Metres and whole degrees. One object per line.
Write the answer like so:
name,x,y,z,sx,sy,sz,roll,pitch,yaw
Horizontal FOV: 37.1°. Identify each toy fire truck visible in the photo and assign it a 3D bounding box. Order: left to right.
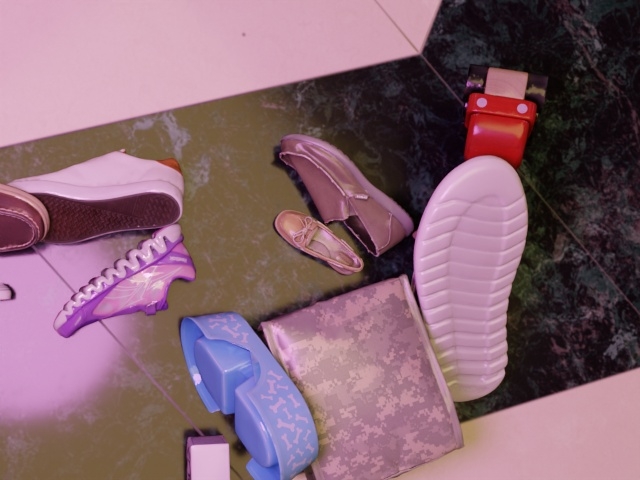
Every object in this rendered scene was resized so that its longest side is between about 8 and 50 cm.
toy fire truck,0.239,-0.118,1.446,0.159,0.217,0.246,10,76,8

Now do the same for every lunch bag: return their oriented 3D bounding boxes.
lunch bag,0.058,0.222,1.419,0.235,0.169,0.286,-19,85,-12

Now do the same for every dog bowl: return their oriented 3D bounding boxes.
dog bowl,-0.101,0.217,1.352,0.074,0.165,0.297,-20,47,-25

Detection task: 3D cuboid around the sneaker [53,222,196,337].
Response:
sneaker,-0.279,0.077,1.406,0.236,0.095,0.104,-37,101,-12

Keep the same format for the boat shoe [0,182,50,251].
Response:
boat shoe,-0.554,-0.009,1.315,0.342,0.123,0.123,4,40,-7

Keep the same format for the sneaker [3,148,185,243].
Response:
sneaker,-0.343,-0.071,1.414,0.290,0.105,0.123,-2,43,0

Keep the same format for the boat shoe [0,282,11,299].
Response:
boat shoe,-0.538,0.055,1.372,0.184,0.066,0.063,5,86,-1

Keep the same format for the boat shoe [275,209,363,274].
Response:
boat shoe,-0.001,0.002,1.483,0.153,0.048,0.056,37,80,-6

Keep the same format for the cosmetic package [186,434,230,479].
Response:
cosmetic package,-0.163,0.412,1.397,0.061,0.099,0.238,-1,86,-9

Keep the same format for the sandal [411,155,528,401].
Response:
sandal,0.206,0.059,1.439,0.170,0.102,0.416,-7,118,-15

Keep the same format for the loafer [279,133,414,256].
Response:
loafer,0.030,-0.068,1.471,0.251,0.094,0.087,39,76,-6
